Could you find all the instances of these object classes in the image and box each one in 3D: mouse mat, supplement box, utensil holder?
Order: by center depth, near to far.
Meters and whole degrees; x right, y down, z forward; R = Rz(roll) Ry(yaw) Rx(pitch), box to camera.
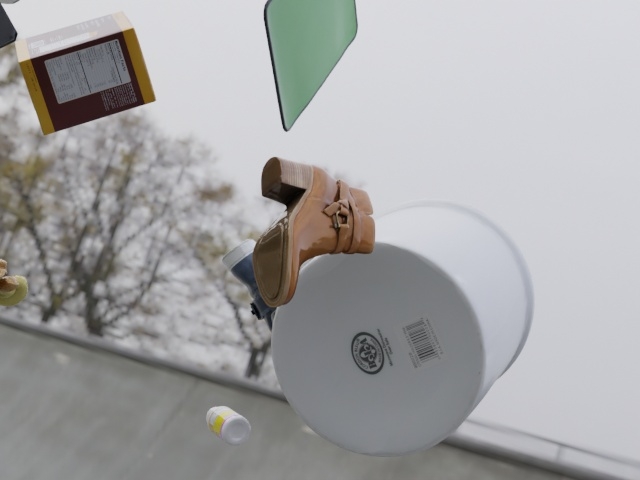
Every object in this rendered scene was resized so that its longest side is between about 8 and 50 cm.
[{"bbox_3d":[-0.006,-0.218,1.292,0.007,0.189,0.152,12,-44,21],"label":"mouse mat"},{"bbox_3d":[0.127,0.121,1.916,0.328,0.327,0.385,14,13,15],"label":"utensil holder"},{"bbox_3d":[-0.396,-0.285,2.171,0.194,0.129,0.191,-18,22,-9],"label":"supplement box"}]

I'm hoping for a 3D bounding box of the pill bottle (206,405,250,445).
[{"bbox_3d":[-0.134,0.261,1.842,0.043,0.043,0.083,25,-4,-27],"label":"pill bottle"}]

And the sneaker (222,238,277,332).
[{"bbox_3d":[-0.076,0.078,2.158,0.163,0.086,0.226,50,10,5],"label":"sneaker"}]

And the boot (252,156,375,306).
[{"bbox_3d":[0.000,0.000,1.579,0.152,0.197,0.073,18,-25,-35],"label":"boot"}]

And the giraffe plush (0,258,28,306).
[{"bbox_3d":[-0.372,0.029,1.174,0.170,0.210,0.181,-23,2,10],"label":"giraffe plush"}]

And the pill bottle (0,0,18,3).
[{"bbox_3d":[-0.409,-0.486,1.864,0.162,0.278,0.162,32,-23,15],"label":"pill bottle"}]

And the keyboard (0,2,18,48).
[{"bbox_3d":[-0.470,-0.313,1.636,0.023,0.108,0.180,-17,-76,54],"label":"keyboard"}]
